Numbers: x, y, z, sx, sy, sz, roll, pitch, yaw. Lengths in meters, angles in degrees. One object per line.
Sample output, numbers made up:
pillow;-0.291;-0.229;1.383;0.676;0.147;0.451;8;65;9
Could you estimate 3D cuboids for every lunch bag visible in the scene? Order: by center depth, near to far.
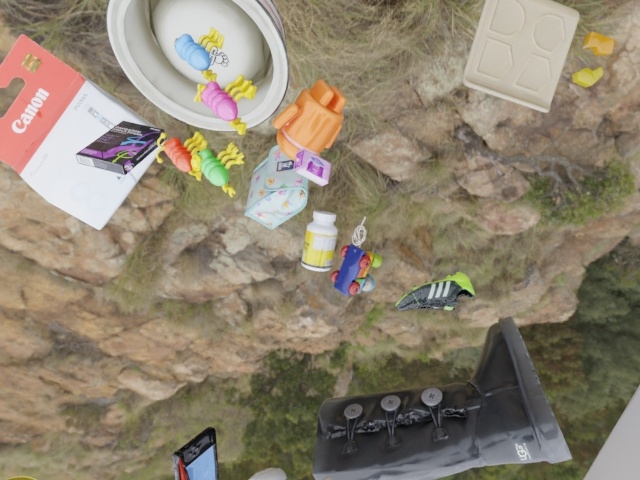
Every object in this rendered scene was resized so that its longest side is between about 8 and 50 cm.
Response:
lunch bag;-0.131;-0.198;1.475;0.160;0.224;0.262;28;139;-29

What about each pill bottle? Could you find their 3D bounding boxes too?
pill bottle;0.000;0.000;1.396;0.103;0.103;0.184;10;101;1

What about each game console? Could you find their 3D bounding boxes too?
game console;-0.180;0.394;0.671;0.085;0.124;0.144;7;104;29

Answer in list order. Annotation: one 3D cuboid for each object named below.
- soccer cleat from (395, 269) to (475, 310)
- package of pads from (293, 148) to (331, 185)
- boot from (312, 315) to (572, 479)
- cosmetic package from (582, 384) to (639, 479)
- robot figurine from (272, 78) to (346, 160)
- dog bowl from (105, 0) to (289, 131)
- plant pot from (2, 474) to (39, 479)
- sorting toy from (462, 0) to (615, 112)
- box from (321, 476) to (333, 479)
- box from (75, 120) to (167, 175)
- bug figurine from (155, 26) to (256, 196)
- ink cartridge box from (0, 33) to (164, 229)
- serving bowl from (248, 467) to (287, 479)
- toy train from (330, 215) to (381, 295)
soccer cleat;0.251;0.124;0.932;0.178;0.072;0.060;-19;150;-10
package of pads;-0.016;-0.155;0.916;0.083;0.050;0.031;22;159;-38
boot;0.219;0.331;0.894;0.444;0.367;0.146;-23;100;19
cosmetic package;0.296;0.270;0.310;0.155;0.197;0.366;30;95;4
robot figurine;-0.029;-0.288;1.079;0.128;0.158;0.219;39;118;4
dog bowl;-0.261;-0.460;1.000;0.406;0.151;0.408;6;145;4
plant pot;-0.677;0.602;0.934;0.134;0.134;0.095;30;119;-18
sorting toy;0.466;-0.396;0.921;0.306;0.041;0.229;14;94;-10
box;-0.056;0.321;0.345;0.113;0.274;0.094;31;113;38
box;-0.435;-0.209;0.950;0.115;0.162;0.029;14;133;10
bug figurine;-0.208;-0.208;0.745;0.216;0.072;0.279;42;128;30
ink cartridge box;-0.639;-0.254;1.078;0.384;0.091;0.308;36;98;-31
serving bowl;-0.111;0.475;0.861;0.083;0.027;0.083;-17;158;-7
toy train;0.143;0.052;1.359;0.143;0.105;0.248;10;105;-46
